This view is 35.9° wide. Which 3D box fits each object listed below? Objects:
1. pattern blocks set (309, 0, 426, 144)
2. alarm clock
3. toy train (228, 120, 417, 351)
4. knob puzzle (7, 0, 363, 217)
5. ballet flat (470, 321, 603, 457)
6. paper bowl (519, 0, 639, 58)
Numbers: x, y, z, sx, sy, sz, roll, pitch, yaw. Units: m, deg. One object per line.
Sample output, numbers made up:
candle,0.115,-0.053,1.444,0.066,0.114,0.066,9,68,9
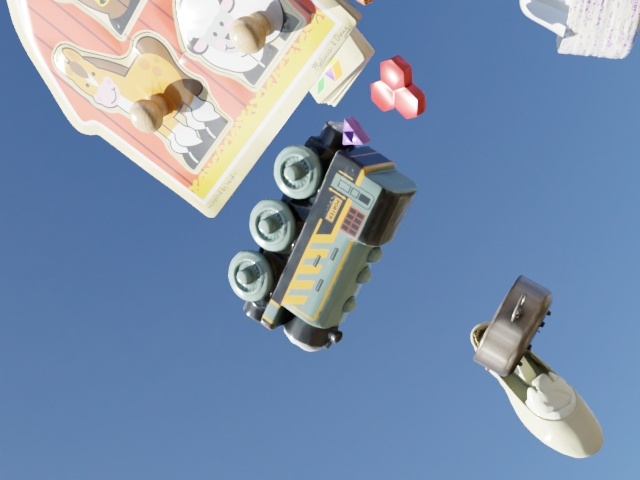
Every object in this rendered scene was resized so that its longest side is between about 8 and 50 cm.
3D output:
pattern blocks set,-0.009,-0.275,1.303,0.026,0.285,0.325,-34,-83,-33
alarm clock,0.252,0.108,1.271,0.129,0.064,0.192,-57,-18,-12
toy train,0.000,0.000,1.426,0.142,0.190,0.334,-12,-48,-59
knob puzzle,-0.100,-0.116,0.522,0.030,0.213,0.213,-56,-29,-47
ballet flat,0.290,0.196,1.360,0.086,0.248,0.086,-19,-49,-23
paper bowl,0.337,-0.380,1.253,0.284,0.148,0.284,8,-90,-80
